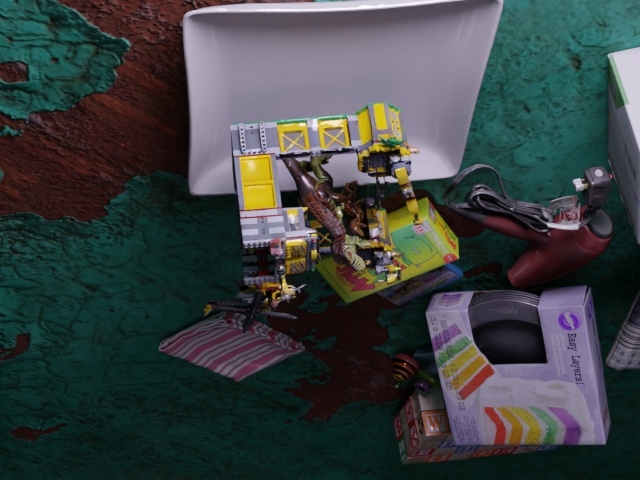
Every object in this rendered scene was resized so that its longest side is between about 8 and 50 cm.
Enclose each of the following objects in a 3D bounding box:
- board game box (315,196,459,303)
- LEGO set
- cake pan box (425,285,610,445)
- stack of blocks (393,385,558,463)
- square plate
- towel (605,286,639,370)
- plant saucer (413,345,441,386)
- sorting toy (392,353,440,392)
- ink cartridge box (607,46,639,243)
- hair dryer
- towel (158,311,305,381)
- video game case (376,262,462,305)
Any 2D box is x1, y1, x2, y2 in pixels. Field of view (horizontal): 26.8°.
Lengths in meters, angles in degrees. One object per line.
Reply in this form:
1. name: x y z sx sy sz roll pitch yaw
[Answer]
1. board game box: 0.091 0.016 1.864 0.181 0.043 0.092 -23 129 22
2. LEGO set: 0.000 0.000 1.600 0.255 0.192 0.331 0 149 -12
3. cake pan box: 0.302 0.190 2.041 0.245 0.070 0.267 -3 118 19
4. stack of blocks: 0.296 0.316 2.365 0.297 0.087 0.171 -3 154 -14
5. square plate: 0.014 -0.172 1.555 0.344 0.049 0.347 -4 149 -7
6. towel: 0.630 0.079 2.055 0.324 0.056 0.312 4 126 -18
7. plant saucer: 0.202 0.223 2.281 0.067 0.018 0.192 -12 148 6
8. sorting toy: 0.150 0.229 2.229 0.102 0.042 0.061 42 156 -29
9. ink cartridge box: 0.411 -0.116 1.641 0.093 0.154 0.212 -12 148 3
10. hair dryer: 0.295 -0.025 1.870 0.223 0.080 0.293 3 145 12
11. towel: -0.137 0.171 2.100 0.144 0.029 0.197 -27 144 29
12. video game case: 0.116 0.042 1.965 0.119 0.015 0.166 -27 144 26
